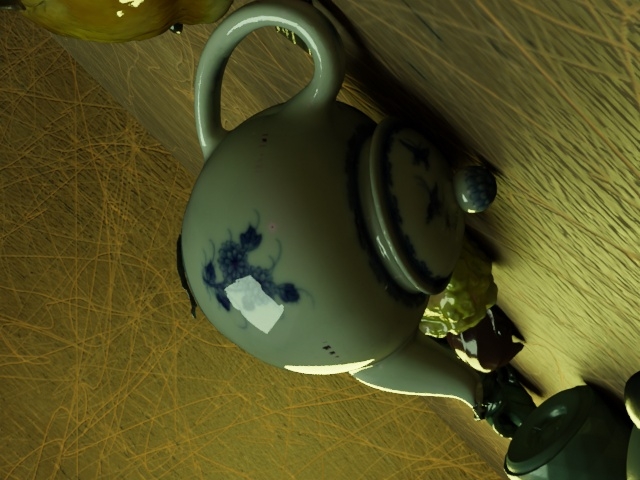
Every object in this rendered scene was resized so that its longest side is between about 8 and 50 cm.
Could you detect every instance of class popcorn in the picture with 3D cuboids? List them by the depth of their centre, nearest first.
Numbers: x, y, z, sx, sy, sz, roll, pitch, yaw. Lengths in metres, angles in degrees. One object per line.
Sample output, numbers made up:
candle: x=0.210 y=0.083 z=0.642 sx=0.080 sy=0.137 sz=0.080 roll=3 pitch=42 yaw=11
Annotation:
popcorn: x=0.119 y=0.035 z=1.007 sx=0.145 sy=0.126 sz=0.126 roll=59 pitch=150 yaw=13

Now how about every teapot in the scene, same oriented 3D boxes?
teapot: x=0.025 y=-0.014 z=0.837 sx=0.424 sy=0.280 sz=0.252 roll=65 pitch=-151 yaw=-16

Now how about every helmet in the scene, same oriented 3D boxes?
helmet: x=0.198 y=0.120 z=1.190 sx=0.123 sy=0.070 sz=0.098 roll=48 pitch=172 yaw=-30

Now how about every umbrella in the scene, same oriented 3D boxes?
umbrella: x=0.184 y=0.163 z=1.418 sx=0.349 sy=0.094 sz=0.143 roll=45 pitch=168 yaw=9

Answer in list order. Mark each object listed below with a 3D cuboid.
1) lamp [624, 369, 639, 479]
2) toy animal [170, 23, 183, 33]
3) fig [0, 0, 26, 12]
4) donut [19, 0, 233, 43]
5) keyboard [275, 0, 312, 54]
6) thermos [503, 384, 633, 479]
lamp: x=0.286 y=0.137 z=0.487 sx=0.244 sy=0.198 sz=0.198 roll=4 pitch=146 yaw=41
toy animal: x=-0.219 y=-0.324 z=0.925 sx=0.312 sy=0.097 sz=0.157 roll=34 pitch=161 yaw=46
fig: x=-0.222 y=-0.156 z=0.476 sx=0.166 sy=0.093 sz=0.093 roll=3 pitch=147 yaw=36
donut: x=-0.204 y=-0.303 z=0.555 sx=0.449 sy=0.198 sz=0.449 roll=45 pitch=172 yaw=8
keyboard: x=-0.026 y=-0.207 z=0.824 sx=0.049 sy=0.015 sz=0.129 roll=37 pitch=171 yaw=12
thermos: x=0.365 y=0.309 z=1.113 sx=0.286 sy=0.145 sz=0.182 roll=44 pitch=-156 yaw=-5
